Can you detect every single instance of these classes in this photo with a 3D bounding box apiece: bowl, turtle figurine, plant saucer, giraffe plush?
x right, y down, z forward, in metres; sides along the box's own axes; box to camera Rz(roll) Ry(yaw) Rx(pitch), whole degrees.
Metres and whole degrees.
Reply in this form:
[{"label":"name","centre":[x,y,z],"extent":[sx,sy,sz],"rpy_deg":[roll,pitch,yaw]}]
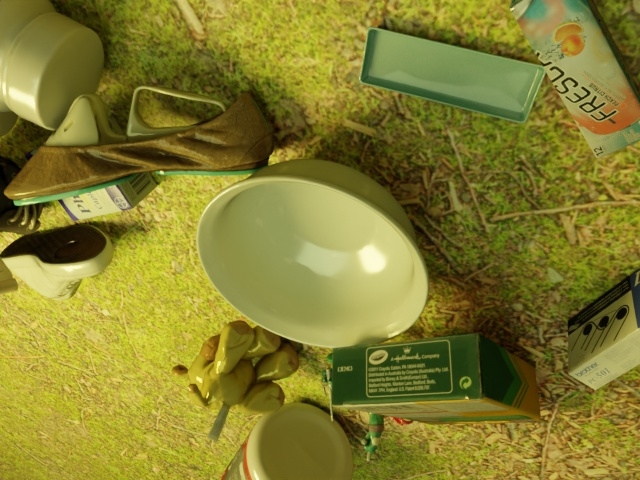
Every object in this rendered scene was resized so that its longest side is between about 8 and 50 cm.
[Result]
[{"label":"bowl","centre":[0.000,0.000,0.734],"extent":[0.297,0.134,0.298],"rpy_deg":[10,134,10]},{"label":"turtle figurine","centre":[0.068,0.248,0.937],"extent":[0.175,0.118,0.234],"rpy_deg":[35,151,55]},{"label":"plant saucer","centre":[0.140,-0.183,0.610],"extent":[0.192,0.018,0.067],"rpy_deg":[17,132,10]},{"label":"giraffe plush","centre":[-0.168,0.236,1.006],"extent":[0.181,0.210,0.170],"rpy_deg":[49,158,-23]}]

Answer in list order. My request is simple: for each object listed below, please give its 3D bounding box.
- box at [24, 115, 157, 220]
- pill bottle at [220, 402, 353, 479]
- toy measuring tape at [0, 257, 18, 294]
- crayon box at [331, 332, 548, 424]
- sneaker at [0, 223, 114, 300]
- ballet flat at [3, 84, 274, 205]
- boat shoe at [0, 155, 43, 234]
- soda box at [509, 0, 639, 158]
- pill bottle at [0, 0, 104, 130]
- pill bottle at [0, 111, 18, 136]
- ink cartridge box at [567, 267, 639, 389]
[{"label":"box","centre":[-0.344,-0.105,0.843],"extent":[0.137,0.072,0.126],"rpy_deg":[-8,123,29]},{"label":"pill bottle","centre":[-0.093,0.502,1.145],"extent":[0.210,0.210,0.363],"rpy_deg":[28,133,-1]},{"label":"toy measuring tape","centre":[-0.644,0.027,1.008],"extent":[0.330,0.121,0.121],"rpy_deg":[37,138,26]},{"label":"crayon box","centre":[0.184,0.211,0.805],"extent":[0.203,0.083,0.323],"rpy_deg":[-13,153,30]},{"label":"sneaker","centre":[-0.447,0.047,1.001],"extent":[0.290,0.106,0.123],"rpy_deg":[0,131,37]},{"label":"ballet flat","centre":[-0.232,-0.129,0.703],"extent":[0.342,0.116,0.124],"rpy_deg":[-8,110,0]},{"label":"boat shoe","centre":[-0.476,-0.075,0.825],"extent":[0.130,0.132,0.355],"rpy_deg":[11,180,-22]},{"label":"soda box","centre":[0.254,-0.172,0.538],"extent":[0.058,0.063,0.183],"rpy_deg":[-26,114,37]},{"label":"pill bottle","centre":[-0.432,-0.260,0.689],"extent":[0.283,0.161,0.161],"rpy_deg":[26,133,0]},{"label":"pill bottle","centre":[-0.560,-0.214,0.810],"extent":[0.216,0.121,0.121],"rpy_deg":[15,132,12]},{"label":"ink cartridge box","centre":[0.388,0.088,0.675],"extent":[0.046,0.097,0.207],"rpy_deg":[30,132,-3]}]
